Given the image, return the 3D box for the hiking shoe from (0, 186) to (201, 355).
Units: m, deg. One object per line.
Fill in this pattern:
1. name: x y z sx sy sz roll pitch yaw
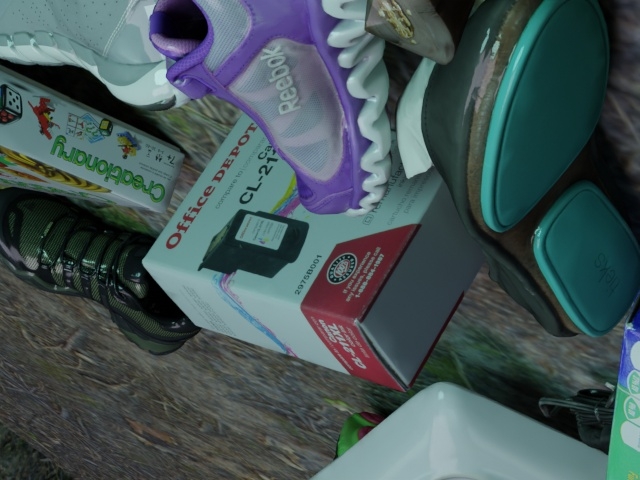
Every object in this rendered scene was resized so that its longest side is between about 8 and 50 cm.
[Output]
1. hiking shoe: -0.187 0.014 1.194 0.227 0.086 0.114 33 147 -22

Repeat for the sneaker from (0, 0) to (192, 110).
1. sneaker: -0.132 -0.158 0.713 0.228 0.086 0.132 23 139 44

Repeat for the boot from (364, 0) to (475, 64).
1. boot: 0.038 -0.129 0.455 0.037 0.114 0.106 11 152 44

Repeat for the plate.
1. plate: 0.130 0.235 1.066 0.278 0.045 0.277 27 138 -17

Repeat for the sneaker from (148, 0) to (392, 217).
1. sneaker: -0.023 -0.088 0.621 0.104 0.095 0.236 -11 150 -1

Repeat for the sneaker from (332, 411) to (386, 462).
1. sneaker: 0.074 0.313 1.320 0.185 0.202 0.483 25 159 16

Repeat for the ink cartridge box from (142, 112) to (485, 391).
1. ink cartridge box: 0.000 0.000 0.795 0.175 0.127 0.072 13 152 40

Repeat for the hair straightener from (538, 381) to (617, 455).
1. hair straightener: 0.216 0.109 0.883 0.089 0.047 0.230 39 163 -19

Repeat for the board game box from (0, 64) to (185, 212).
1. board game box: -0.270 -0.088 1.007 0.305 0.053 0.193 10 170 46

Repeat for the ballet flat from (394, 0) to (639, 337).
1. ballet flat: 0.087 -0.037 0.645 0.096 0.095 0.280 33 164 31

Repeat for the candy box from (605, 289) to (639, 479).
1. candy box: 0.302 0.135 0.641 0.317 0.122 0.268 20 146 23
